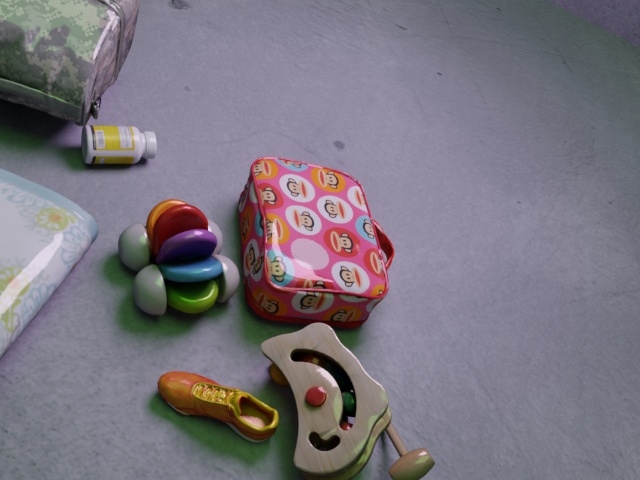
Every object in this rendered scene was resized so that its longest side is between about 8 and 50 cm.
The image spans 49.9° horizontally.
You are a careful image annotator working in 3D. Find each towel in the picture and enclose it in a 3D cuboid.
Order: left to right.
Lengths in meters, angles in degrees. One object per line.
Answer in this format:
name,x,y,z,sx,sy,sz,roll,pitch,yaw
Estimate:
towel,-0.534,0.006,0.905,0.375,0.090,0.320,23,41,-2

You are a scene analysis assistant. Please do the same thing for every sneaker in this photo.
sneaker,-0.137,0.216,0.940,0.175,0.067,0.064,22,47,-5

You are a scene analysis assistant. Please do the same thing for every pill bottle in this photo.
pill bottle,-0.342,-0.163,1.170,0.116,0.065,0.065,-3,53,-28

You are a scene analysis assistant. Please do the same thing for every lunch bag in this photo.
lunch bag,-0.479,-0.337,1.123,0.305,0.212,0.256,19,52,-12
lunch bag,0.000,0.000,1.154,0.258,0.120,0.293,8,49,-20

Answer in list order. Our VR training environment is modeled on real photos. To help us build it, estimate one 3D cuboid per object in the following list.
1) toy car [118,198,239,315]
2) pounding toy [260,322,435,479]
toy car,-0.205,0.017,1.029,0.159,0.136,0.182,-8,56,-31
pounding toy,0.019,0.260,0.976,0.154,0.155,0.269,-36,60,-12
